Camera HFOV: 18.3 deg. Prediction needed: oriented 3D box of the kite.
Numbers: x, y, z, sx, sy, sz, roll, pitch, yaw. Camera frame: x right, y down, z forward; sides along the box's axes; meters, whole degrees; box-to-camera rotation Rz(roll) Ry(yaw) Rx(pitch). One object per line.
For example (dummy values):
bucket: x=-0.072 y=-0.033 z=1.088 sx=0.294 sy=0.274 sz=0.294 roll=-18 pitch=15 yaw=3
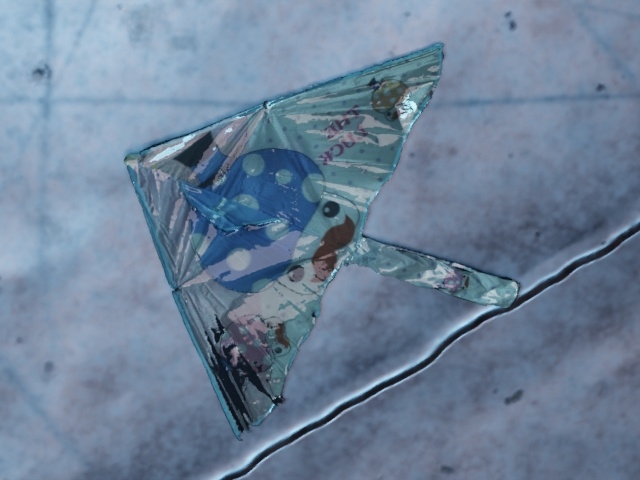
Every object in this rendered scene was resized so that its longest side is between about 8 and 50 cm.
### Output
kite: x=0.000 y=0.000 z=1.438 sx=0.314 sy=0.011 sz=0.335 roll=21 pitch=107 yaw=-18
